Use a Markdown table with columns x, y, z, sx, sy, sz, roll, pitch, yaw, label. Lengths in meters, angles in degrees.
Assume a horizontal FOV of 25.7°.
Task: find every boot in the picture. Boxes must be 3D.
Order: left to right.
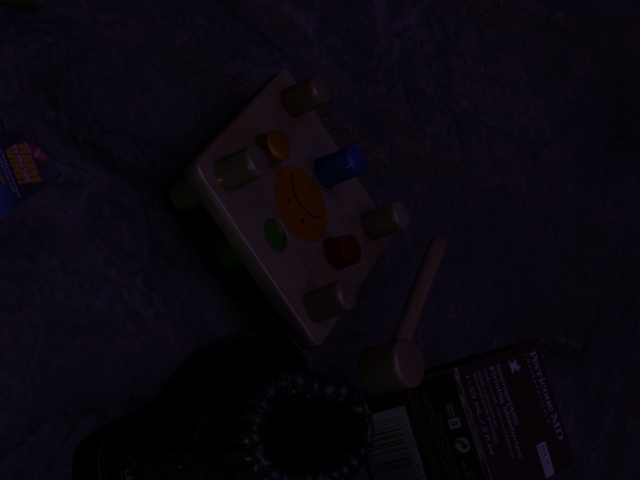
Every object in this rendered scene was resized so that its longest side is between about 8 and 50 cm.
| x | y | z | sx | sy | sz | roll | pitch | yaw | label |
| --- | --- | --- | --- | --- | --- | --- | --- | --- | --- |
| -0.048 | 0.168 | 1.383 | 0.348 | 0.260 | 0.131 | -36 | 102 | -52 | boot |

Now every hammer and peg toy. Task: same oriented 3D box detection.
| x | y | z | sx | sy | sz | roll | pitch | yaw | label |
| --- | --- | --- | --- | --- | --- | --- | --- | --- | --- |
| 0.000 | 0.000 | 1.641 | 0.361 | 0.127 | 0.266 | 56 | 36 | -17 | hammer and peg toy |

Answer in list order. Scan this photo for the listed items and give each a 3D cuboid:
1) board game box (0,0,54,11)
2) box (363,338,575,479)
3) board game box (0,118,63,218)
| x | y | z | sx | sy | sz | roll | pitch | yaw | label |
| --- | --- | --- | --- | --- | --- | --- | --- | --- | --- |
| -0.350 | -0.296 | 1.414 | 0.181 | 0.043 | 0.092 | 5 | 69 | -50 | board game box |
| 0.173 | 0.232 | 1.707 | 0.203 | 0.167 | 0.168 | -12 | 82 | -53 | box |
| -0.342 | -0.079 | 1.305 | 0.194 | 0.060 | 0.194 | -23 | 91 | -55 | board game box |
